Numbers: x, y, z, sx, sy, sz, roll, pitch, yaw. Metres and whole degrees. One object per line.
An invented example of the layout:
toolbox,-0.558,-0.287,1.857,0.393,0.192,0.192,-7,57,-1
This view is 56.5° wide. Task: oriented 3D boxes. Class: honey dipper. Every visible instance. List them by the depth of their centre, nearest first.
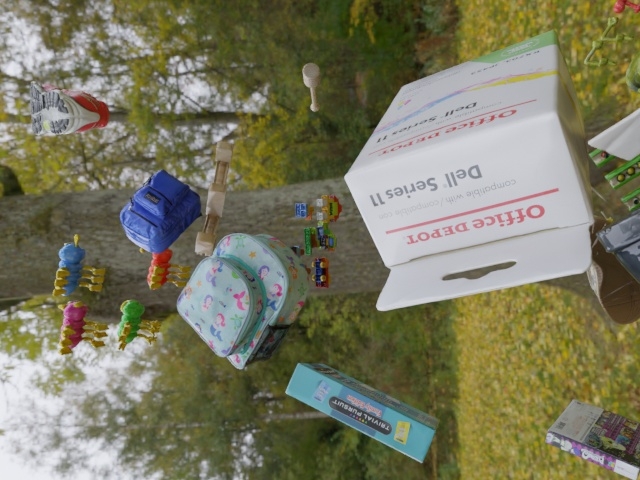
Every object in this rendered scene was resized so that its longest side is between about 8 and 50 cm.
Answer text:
honey dipper,-0.014,-0.272,1.087,0.160,0.031,0.030,85,180,-78

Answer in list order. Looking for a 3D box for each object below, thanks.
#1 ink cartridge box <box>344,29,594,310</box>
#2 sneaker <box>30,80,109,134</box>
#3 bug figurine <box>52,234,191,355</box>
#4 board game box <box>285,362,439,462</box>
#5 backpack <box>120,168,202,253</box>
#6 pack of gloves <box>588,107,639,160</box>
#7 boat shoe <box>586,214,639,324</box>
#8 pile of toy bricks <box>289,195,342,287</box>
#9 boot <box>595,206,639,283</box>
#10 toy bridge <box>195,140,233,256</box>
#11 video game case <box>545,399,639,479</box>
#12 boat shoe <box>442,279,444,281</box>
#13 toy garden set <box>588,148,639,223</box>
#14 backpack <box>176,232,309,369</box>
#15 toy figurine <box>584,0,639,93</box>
ink cartridge box,0.161,-0.090,0.623,0.119,0.207,0.353,63,-150,-22
sneaker,-0.515,-0.262,1.218,0.279,0.118,0.107,25,116,45
bug figurine,-0.368,0.094,1.050,0.279,0.072,0.216,4,-73,-57
board game box,0.110,0.400,1.422,0.079,0.336,0.254,-66,-17,-6
backpack,-0.271,-0.049,0.981,0.120,0.098,0.101,-54,-15,-24
pack of gloves,0.519,-0.174,0.796,0.232,0.195,0.046,136,145,-58
boat shoe,0.683,0.063,1.406,0.089,0.105,0.285,-62,-50,-70
pile of toy bricks,0.000,0.000,1.412,0.105,0.118,0.212,-6,-83,-54
boot,0.610,0.105,0.743,0.445,0.146,0.367,59,164,10
toy bridge,-0.150,-0.057,0.850,0.063,0.026,0.188,111,167,-53
video game case,0.707,0.491,1.495,0.232,0.210,0.041,-12,-67,-52
boat shoe,0.291,0.077,1.562,0.207,0.073,0.073,-80,-7,-48
toy garden set,0.737,-0.115,1.462,0.244,0.204,0.049,56,-158,5
backpack,-0.157,0.111,1.241,0.253,0.225,0.191,-55,-26,12
toy figurine,0.690,-0.487,1.136,0.362,0.191,0.217,-51,-18,-11
